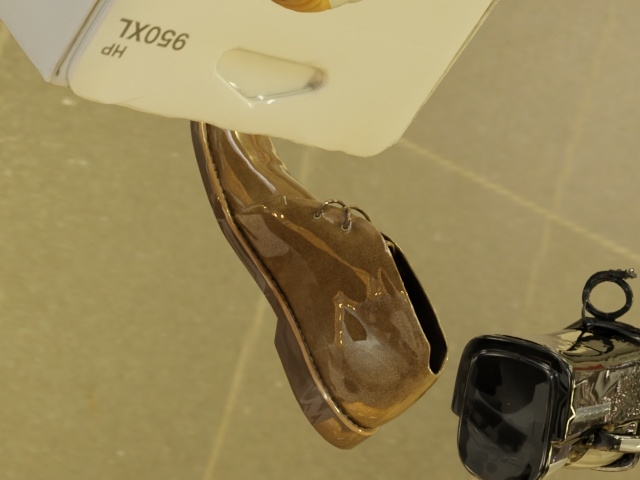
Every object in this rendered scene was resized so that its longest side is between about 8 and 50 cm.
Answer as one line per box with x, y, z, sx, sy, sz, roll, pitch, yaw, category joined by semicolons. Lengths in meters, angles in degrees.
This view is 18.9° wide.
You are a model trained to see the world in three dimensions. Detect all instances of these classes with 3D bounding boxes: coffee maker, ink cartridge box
0.190;0.113;1.579;0.178;0.120;0.171;2;77;-57;coffee maker
-0.105;-0.249;1.161;0.285;0.395;0.166;7;127;-48;ink cartridge box

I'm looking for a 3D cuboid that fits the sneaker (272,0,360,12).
0.018;-0.252;0.836;0.131;0.112;0.296;-19;127;-27;sneaker

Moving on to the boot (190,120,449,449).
0.000;0.000;1.468;0.112;0.115;0.305;13;45;-59;boot
